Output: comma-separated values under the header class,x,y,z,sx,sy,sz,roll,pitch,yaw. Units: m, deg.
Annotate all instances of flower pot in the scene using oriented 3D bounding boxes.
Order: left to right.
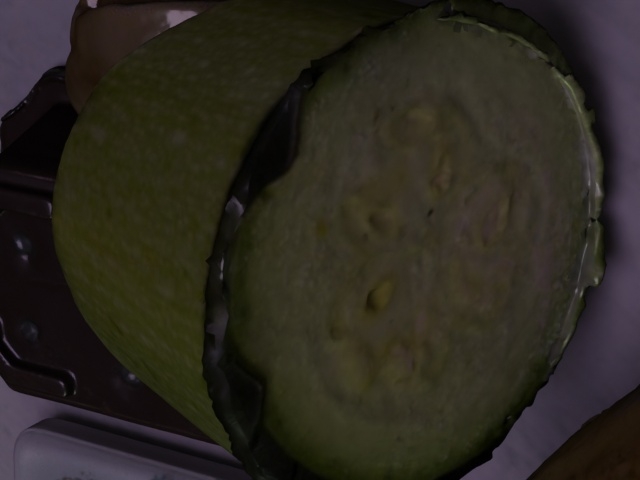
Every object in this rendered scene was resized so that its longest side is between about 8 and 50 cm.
class,x,y,z,sx,sy,sz,roll,pitch,yaw
flower pot,-0.075,0.022,0.960,0.251,0.084,0.178,12,115,29

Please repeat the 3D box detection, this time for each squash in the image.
class,x,y,z,sx,sy,sz,roll,pitch,yaw
squash,0.014,-0.002,0.833,0.133,0.220,0.220,26,126,54

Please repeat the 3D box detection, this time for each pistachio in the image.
class,x,y,z,sx,sy,sz,roll,pitch,yaw
pistachio,-0.049,-0.094,0.885,0.149,0.113,0.113,3,111,25

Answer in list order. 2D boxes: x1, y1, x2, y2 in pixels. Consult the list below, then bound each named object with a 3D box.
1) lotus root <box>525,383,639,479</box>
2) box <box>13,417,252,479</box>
class,x,y,z,sx,sy,sz,roll,pitch,yaw
lotus root,0.155,0.149,0.814,0.342,0.169,0.151,-46,41,36
box,-0.040,0.187,1.035,0.285,0.044,0.142,12,112,28
